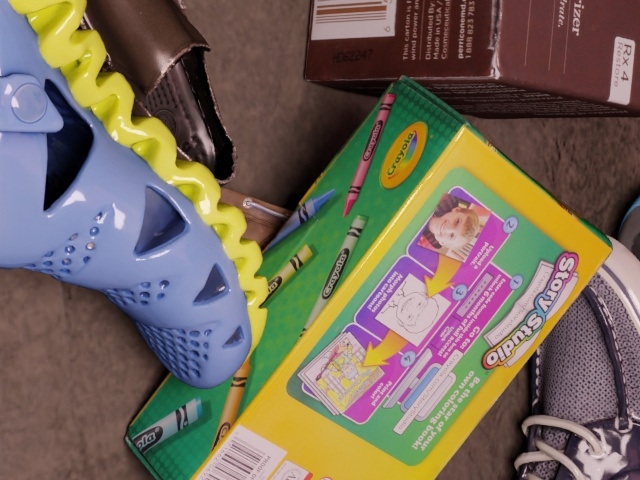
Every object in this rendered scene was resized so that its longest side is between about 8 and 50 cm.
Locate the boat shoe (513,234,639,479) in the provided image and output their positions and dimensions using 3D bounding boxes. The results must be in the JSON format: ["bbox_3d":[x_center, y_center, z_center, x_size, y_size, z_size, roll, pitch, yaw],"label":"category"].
[{"bbox_3d":[0.187,0.175,1.267,0.158,0.127,0.340,-22,105,-33],"label":"boat shoe"}]

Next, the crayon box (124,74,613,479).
[{"bbox_3d":[0.033,0.060,1.058,0.165,0.081,0.278,35,94,-41],"label":"crayon box"}]

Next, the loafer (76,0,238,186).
[{"bbox_3d":[-0.100,-0.119,0.994,0.080,0.078,0.220,-44,122,-34],"label":"loafer"}]

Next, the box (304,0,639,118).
[{"bbox_3d":[0.121,-0.174,1.149,0.203,0.167,0.168,5,89,-45],"label":"box"}]

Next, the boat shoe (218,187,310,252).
[{"bbox_3d":[0.000,0.000,1.109,0.183,0.066,0.066,7,86,-45],"label":"boat shoe"}]

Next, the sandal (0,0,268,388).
[{"bbox_3d":[-0.150,-0.032,0.930,0.138,0.126,0.317,-49,116,-28],"label":"sandal"}]

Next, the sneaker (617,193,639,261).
[{"bbox_3d":[0.346,0.097,1.411,0.125,0.140,0.341,-44,120,-32],"label":"sneaker"}]
